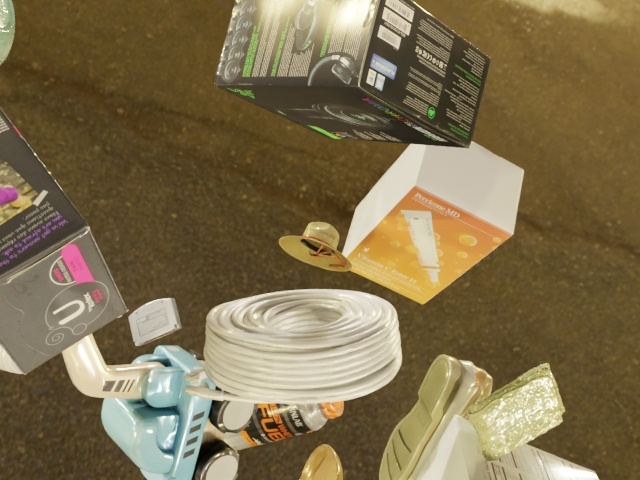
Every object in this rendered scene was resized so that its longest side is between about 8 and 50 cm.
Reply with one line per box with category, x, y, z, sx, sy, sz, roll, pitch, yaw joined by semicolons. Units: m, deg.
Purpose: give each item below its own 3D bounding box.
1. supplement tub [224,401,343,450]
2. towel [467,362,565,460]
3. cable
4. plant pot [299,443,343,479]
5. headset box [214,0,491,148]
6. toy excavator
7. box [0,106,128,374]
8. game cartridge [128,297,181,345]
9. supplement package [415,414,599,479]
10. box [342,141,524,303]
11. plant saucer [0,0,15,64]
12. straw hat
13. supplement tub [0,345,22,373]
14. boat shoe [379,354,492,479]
supplement tub;-0.112;0.415;1.991;0.193;0.316;0.194;-18;90;-76
towel;0.291;0.254;1.139;0.148;0.110;0.027;-28;24;-11
cable;-0.023;0.128;0.996;0.257;0.089;0.257;2;14;21
plant pot;-0.001;0.620;1.887;0.032;0.236;0.236;19;39;-18
headset box;0.035;-0.226;1.031;0.283;0.131;0.246;12;-3;43
toy excavator;-0.360;0.309;1.557;0.445;0.433;0.222;5;14;-44
box;-0.363;-0.010;0.899;0.143;0.165;0.270;-32;57;-19
game cartridge;-0.249;0.120;1.160;0.017;0.083;0.056;15;54;-66
supplement package;0.291;0.445;1.197;0.262;0.199;0.198;23;20;-7
box;0.215;-0.042;1.562;0.215;0.345;0.168;25;55;-10
plant saucer;-0.503;-0.359;1.151;0.037;0.195;0.195;-11;41;9
straw hat;0.000;0.000;1.432;0.144;0.144;0.061;24;70;-8
supplement tub;-0.439;0.137;1.046;0.107;0.071;0.071;10;33;19
boat shoe;0.204;0.347;1.377;0.103;0.302;0.113;18;24;-17
